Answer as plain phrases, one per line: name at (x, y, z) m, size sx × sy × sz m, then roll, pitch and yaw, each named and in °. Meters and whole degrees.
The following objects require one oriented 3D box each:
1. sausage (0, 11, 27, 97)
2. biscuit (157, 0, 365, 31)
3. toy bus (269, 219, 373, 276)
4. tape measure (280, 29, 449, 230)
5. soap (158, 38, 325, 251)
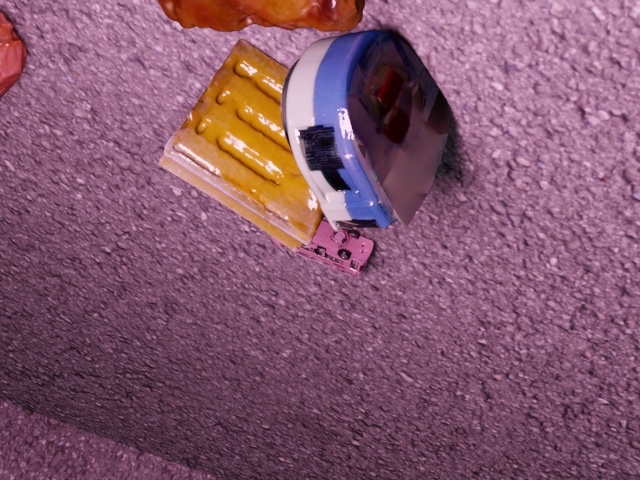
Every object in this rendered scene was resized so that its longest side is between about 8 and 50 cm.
sausage at (-0.642, -0.322, 1.868) m, size 0.152 × 0.152 × 0.280 m, roll 42°, pitch 141°, yaw -23°
biscuit at (-0.128, -0.464, 1.333) m, size 0.343 × 0.166 × 0.395 m, roll 7°, pitch 144°, yaw 31°
toy bus at (0.000, 0.000, 1.969) m, size 0.203 × 0.063 × 0.090 m, roll 23°, pitch 148°, yaw 7°
tape measure at (0.058, -0.178, 1.529) m, size 0.138 × 0.259 × 0.262 m, roll -10°, pitch 132°, yaw 37°
soap at (-0.086, -0.150, 1.662) m, size 0.281 × 0.259 × 0.143 m, roll 35°, pitch 150°, yaw -9°
